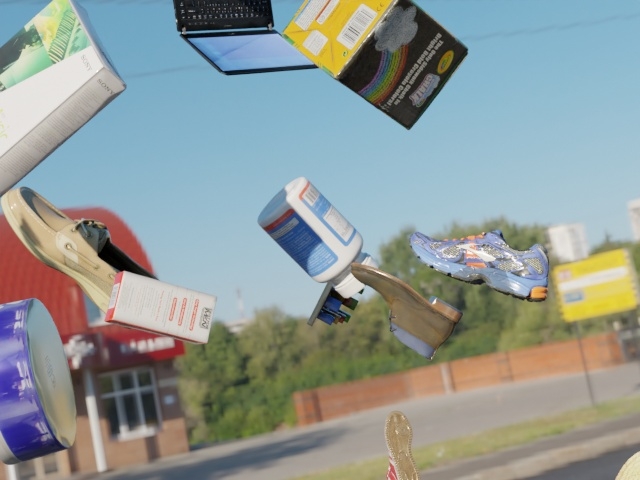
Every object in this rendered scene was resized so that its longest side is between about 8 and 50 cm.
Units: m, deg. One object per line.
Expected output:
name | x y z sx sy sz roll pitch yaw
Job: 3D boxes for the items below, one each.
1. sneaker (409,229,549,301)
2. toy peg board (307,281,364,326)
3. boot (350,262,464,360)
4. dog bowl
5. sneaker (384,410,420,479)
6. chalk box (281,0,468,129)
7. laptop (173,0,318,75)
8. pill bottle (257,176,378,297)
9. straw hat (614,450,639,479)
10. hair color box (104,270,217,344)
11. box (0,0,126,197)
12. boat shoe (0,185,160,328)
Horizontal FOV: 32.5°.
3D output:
sneaker | 0.234 0.023 1.597 0.221 0.087 0.083 17 -4 22
toy peg board | 0.050 0.123 2.493 0.079 0.161 0.160 27 9 5
boot | 0.135 0.125 1.956 0.219 0.106 0.082 27 -2 5
dog bowl | -0.498 0.234 1.837 0.104 0.265 0.265 -14 -7 -1
sneaker | 0.115 0.312 1.603 0.042 0.118 0.067 -7 -23 -9
chalk box | 0.113 -0.327 1.889 0.180 0.179 0.289 -52 -40 9
laptop | -0.147 -0.444 2.085 0.234 0.264 0.136 -12 7 -40
pill bottle | 0.000 0.000 2.019 0.124 0.221 0.124 -41 13 12
straw hat | 0.418 0.318 1.292 0.144 0.145 0.061 -10 3 -11
hair color box | -0.221 0.095 1.525 0.141 0.072 0.043 18 -15 -24
box | -0.440 -0.188 1.568 0.322 0.232 0.058 -39 -44 5
boat shoe | -0.428 0.010 2.008 0.110 0.341 0.122 -44 11 20
